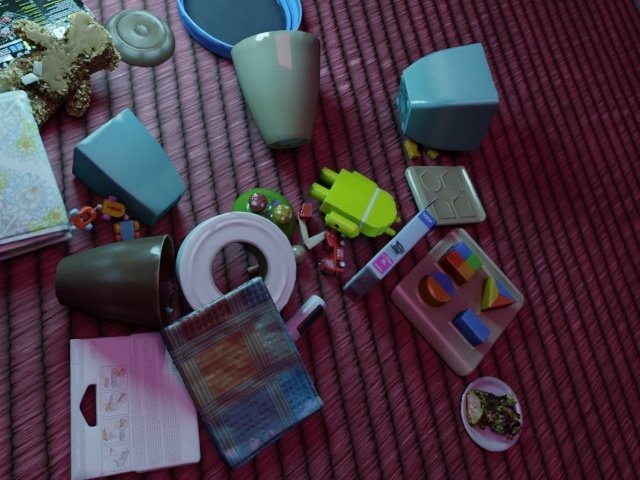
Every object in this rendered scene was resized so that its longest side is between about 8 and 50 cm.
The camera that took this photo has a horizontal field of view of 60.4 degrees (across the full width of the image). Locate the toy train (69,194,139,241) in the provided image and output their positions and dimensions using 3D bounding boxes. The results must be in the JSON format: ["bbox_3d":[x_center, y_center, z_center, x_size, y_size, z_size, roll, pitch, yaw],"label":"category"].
[{"bbox_3d":[-0.517,-0.039,1.323,0.125,0.046,0.166,-50,130,-17],"label":"toy train"}]

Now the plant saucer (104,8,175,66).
[{"bbox_3d":[-0.516,-0.591,1.575,0.198,0.036,0.199,7,67,-17],"label":"plant saucer"}]

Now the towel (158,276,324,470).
[{"bbox_3d":[-0.171,0.305,1.273,0.271,0.040,0.370,-29,102,-25],"label":"towel"}]

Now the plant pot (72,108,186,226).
[{"bbox_3d":[-0.458,-0.161,1.358,0.234,0.165,0.165,45,61,-7],"label":"plant pot"}]

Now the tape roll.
[{"bbox_3d":[-0.205,0.074,1.344,0.286,0.100,0.287,1,88,-22],"label":"tape roll"}]

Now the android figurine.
[{"bbox_3d":[0.103,-0.105,1.568,0.272,0.056,0.248,28,45,-2],"label":"android figurine"}]

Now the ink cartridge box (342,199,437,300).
[{"bbox_3d":[0.205,0.026,1.517,0.065,0.186,0.311,44,61,3],"label":"ink cartridge box"}]

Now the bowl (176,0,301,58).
[{"bbox_3d":[-0.255,-0.727,1.705,0.390,0.077,0.392,8,67,-18],"label":"bowl"}]

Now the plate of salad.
[{"bbox_3d":[0.481,0.477,1.521,0.199,0.048,0.200,8,66,-18],"label":"plate of salad"}]

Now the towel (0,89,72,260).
[{"bbox_3d":[-0.772,-0.128,1.234,0.320,0.090,0.375,-19,87,-22],"label":"towel"}]

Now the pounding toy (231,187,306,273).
[{"bbox_3d":[-0.132,-0.048,1.462,0.182,0.110,0.237,-11,73,-24],"label":"pounding toy"}]

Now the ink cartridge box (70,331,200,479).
[{"bbox_3d":[-0.411,0.357,1.219,0.261,0.066,0.297,-1,69,-22],"label":"ink cartridge box"}]

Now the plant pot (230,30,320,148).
[{"bbox_3d":[-0.107,-0.408,1.559,0.256,0.256,0.274,-8,88,-23],"label":"plant pot"}]

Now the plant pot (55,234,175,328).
[{"bbox_3d":[-0.462,0.094,1.244,0.230,0.215,0.216,0,69,-6],"label":"plant pot"}]

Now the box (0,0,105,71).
[{"bbox_3d":[-0.780,-0.570,1.444,0.322,0.079,0.257,-38,88,-29],"label":"box"}]

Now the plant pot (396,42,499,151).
[{"bbox_3d":[0.378,-0.439,1.732,0.252,0.247,0.248,-4,62,-5],"label":"plant pot"}]

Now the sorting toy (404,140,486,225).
[{"bbox_3d":[0.378,-0.182,1.754,0.228,0.041,0.307,-6,65,-26],"label":"sorting toy"}]

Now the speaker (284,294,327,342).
[{"bbox_3d":[-0.045,0.205,1.426,0.055,0.055,0.136,46,61,2],"label":"speaker"}]

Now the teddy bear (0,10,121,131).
[{"bbox_3d":[-0.671,-0.420,1.374,0.245,0.113,0.338,32,85,-24],"label":"teddy bear"}]

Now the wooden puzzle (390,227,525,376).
[{"bbox_3d":[0.418,0.164,1.603,0.347,0.080,0.322,-40,87,-28],"label":"wooden puzzle"}]

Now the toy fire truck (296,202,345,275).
[{"bbox_3d":[0.000,0.000,1.528,0.135,0.047,0.192,9,68,-17],"label":"toy fire truck"}]
